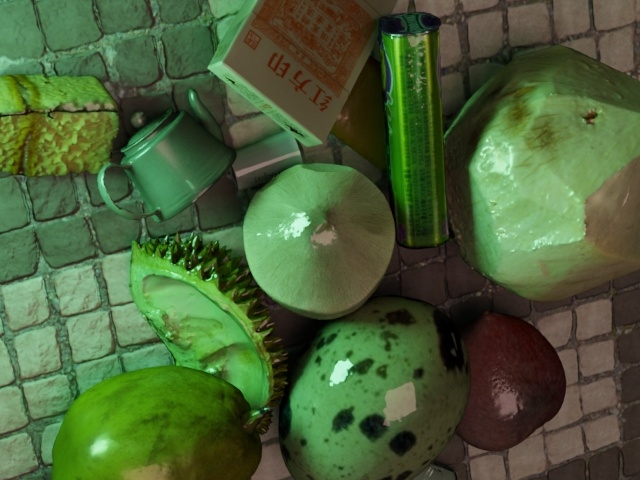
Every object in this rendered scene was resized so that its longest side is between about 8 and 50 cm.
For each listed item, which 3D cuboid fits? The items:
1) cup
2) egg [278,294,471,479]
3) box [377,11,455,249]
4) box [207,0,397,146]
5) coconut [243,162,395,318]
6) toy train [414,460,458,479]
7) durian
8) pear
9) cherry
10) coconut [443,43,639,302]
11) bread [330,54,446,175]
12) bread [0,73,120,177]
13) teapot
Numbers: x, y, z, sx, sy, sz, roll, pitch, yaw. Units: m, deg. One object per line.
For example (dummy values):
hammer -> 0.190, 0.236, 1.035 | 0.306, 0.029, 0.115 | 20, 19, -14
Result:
cup -> -0.084, -0.116, 1.868 | 0.116, 0.074, 0.104 | -20, 142, -9
egg -> 0.082, 0.263, 1.933 | 0.287, 0.287, 0.379 | 38, 100, -27
box -> 0.147, -0.165, 1.789 | 0.097, 0.134, 0.346 | -6, 114, -2
box -> -0.003, -0.344, 1.744 | 0.204, 0.051, 0.365 | 37, 68, -27
coconut -> 0.000, 0.000, 1.811 | 0.237, 0.266, 0.237 | -1, 80, 5
toy train -> 0.172, 0.415, 2.152 | 0.207, 0.047, 0.043 | 26, 99, -25
durian -> -0.165, 0.158, 1.876 | 0.198, 0.163, 0.394 | -24, 113, -6
pear -> -0.248, 0.333, 1.826 | 0.375, 0.287, 0.287 | -23, 115, 4
cherry -> 0.310, 0.241, 2.066 | 0.239, 0.206, 0.239 | 4, 77, -16
coconut -> 0.383, -0.112, 1.846 | 0.344, 0.415, 0.415 | -25, 120, -47
bread -> 0.026, -0.245, 1.854 | 0.361, 0.077, 0.138 | 34, 93, -27
bread -> -0.432, -0.177, 1.695 | 0.266, 0.178, 0.142 | -5, 78, -22
teapot -> -0.238, -0.127, 1.755 | 0.149, 0.162, 0.239 | 51, 59, -17
